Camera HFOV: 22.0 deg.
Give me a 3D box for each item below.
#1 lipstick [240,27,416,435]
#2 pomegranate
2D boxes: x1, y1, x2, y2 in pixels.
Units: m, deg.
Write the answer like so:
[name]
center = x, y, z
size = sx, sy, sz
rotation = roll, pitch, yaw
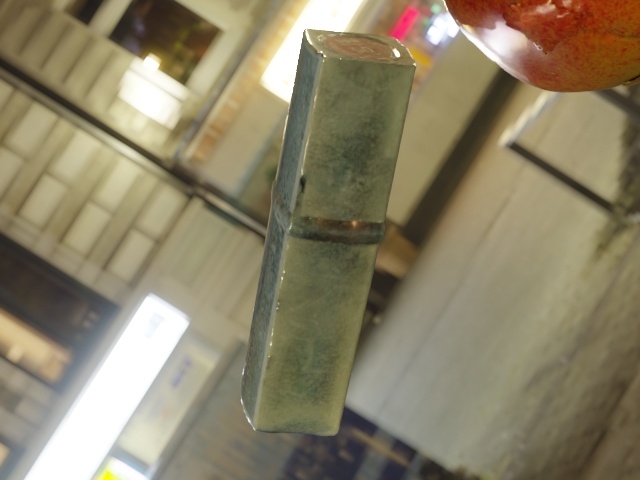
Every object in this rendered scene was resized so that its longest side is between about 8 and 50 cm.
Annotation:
[lipstick]
center = 0.000, 0.000, 1.150
size = 0.077, 0.076, 0.289
rotation = -117, 35, -62
[pomegranate]
center = 0.190, -0.198, 1.118
size = 0.210, 0.235, 0.210
rotation = -158, 90, -81
